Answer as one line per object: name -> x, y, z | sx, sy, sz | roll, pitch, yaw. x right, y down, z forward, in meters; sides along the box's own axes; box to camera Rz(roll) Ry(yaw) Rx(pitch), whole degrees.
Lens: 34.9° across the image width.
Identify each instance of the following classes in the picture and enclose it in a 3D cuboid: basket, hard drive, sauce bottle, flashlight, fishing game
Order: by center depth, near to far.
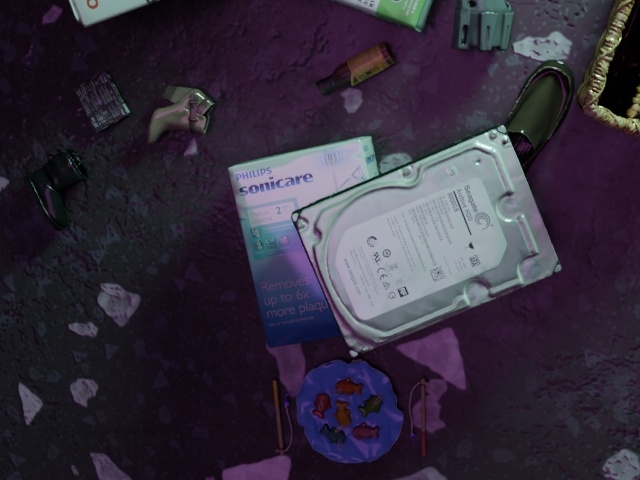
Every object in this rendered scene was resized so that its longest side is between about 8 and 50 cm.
basket -> 0.502, -0.281, 1.405 | 0.213, 0.223, 0.299 | 21, 102, 8
flashlight -> 0.259, -0.434, 1.488 | 0.103, 0.103, 0.304 | 8, 110, 16
hard drive -> 0.154, 0.001, 1.498 | 0.338, 0.064, 0.237 | -22, 96, 2
sauce bottle -> 0.054, -0.266, 1.597 | 0.128, 0.042, 0.042 | -26, 93, 17
fishing game -> 0.047, 0.287, 1.690 | 0.264, 0.041, 0.189 | 1, 102, 12

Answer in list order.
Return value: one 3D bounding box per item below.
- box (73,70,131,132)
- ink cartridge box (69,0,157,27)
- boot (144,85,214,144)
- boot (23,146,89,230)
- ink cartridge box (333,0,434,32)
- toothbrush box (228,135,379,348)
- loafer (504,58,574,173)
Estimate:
box -> -0.366, -0.231, 1.702 | 0.067, 0.018, 0.083 | -28, 93, 15
ink cartridge box -> -0.273, -0.462, 1.521 | 0.272, 0.114, 0.197 | -23, 115, -10
boot -> -0.229, -0.196, 1.668 | 0.087, 0.042, 0.118 | 25, 104, 5
boot -> -0.438, -0.090, 1.730 | 0.099, 0.045, 0.121 | -31, 91, 12
ink cartridge box -> 0.054, -0.455, 1.525 | 0.278, 0.117, 0.201 | 22, 103, 8
toothbrush box -> 0.000, 0.000, 1.608 | 0.216, 0.126, 0.296 | -10, 96, 12
loafer -> 0.318, -0.167, 1.536 | 0.080, 0.078, 0.220 | 26, 104, 7
